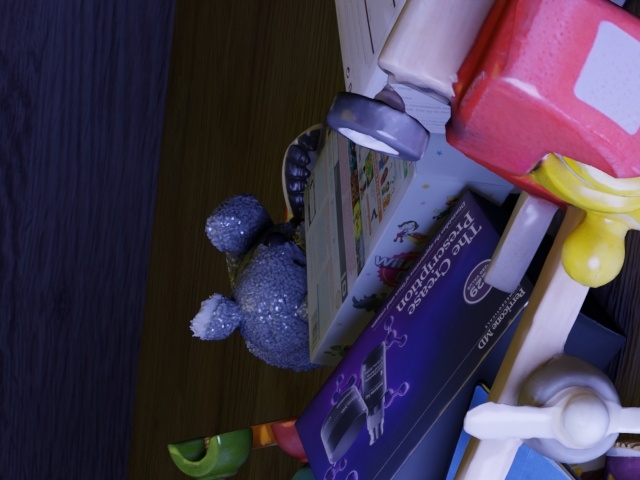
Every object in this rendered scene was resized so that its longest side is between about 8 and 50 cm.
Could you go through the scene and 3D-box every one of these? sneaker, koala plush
[{"bbox_3d":[0.224,0.183,1.237,0.185,0.069,0.084,129,133,-75],"label":"sneaker"},{"bbox_3d":[-0.034,0.062,1.886,0.221,0.196,0.203,-53,-38,-78],"label":"koala plush"},{"bbox_3d":[0.000,0.000,2.081,0.118,0.107,0.279,-61,-21,-82],"label":"sneaker"}]

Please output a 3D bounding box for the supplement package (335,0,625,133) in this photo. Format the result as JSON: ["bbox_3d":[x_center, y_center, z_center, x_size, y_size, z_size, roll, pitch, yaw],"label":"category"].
[{"bbox_3d":[0.136,-0.237,1.414,0.293,0.177,0.175,117,152,-55],"label":"supplement package"}]

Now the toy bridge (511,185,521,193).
[{"bbox_3d":[0.154,-0.103,1.609,0.188,0.026,0.063,-119,36,-65],"label":"toy bridge"}]

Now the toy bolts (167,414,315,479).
[{"bbox_3d":[-0.030,0.287,2.033,0.228,0.218,0.159,-15,84,40],"label":"toy bolts"}]

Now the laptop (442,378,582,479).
[{"bbox_3d":[0.086,0.386,1.151,0.382,0.408,0.236,47,171,39],"label":"laptop"}]

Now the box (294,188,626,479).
[{"bbox_3d":[0.105,0.117,1.422,0.261,0.103,0.184,-55,28,15],"label":"box"}]

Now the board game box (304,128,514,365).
[{"bbox_3d":[0.072,-0.050,1.648,0.303,0.097,0.224,116,157,-50],"label":"board game box"}]

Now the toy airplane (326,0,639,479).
[{"bbox_3d":[0.195,-0.049,1.086,0.384,0.272,0.386,-45,-31,-45],"label":"toy airplane"}]
